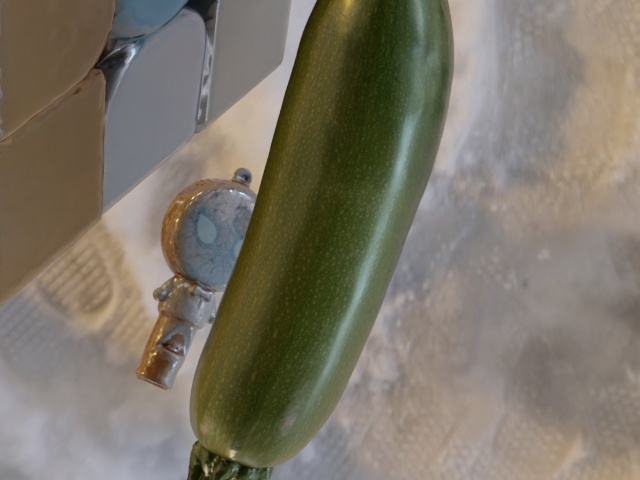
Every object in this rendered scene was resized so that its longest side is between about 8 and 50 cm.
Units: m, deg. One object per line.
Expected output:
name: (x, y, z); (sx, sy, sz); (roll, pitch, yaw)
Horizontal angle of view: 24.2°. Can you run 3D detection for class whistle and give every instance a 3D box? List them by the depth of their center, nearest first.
whistle: (-0.114, 0.033, 1.388); (0.107, 0.057, 0.220); (26, 83, -33)

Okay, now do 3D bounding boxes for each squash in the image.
squash: (0.000, 0.000, 0.600); (0.069, 0.069, 0.258); (19, 116, 0)

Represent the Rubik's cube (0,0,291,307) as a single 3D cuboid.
Rubik's cube: (-0.223, -0.227, 0.838); (0.346, 0.344, 0.347); (25, 129, 17)
